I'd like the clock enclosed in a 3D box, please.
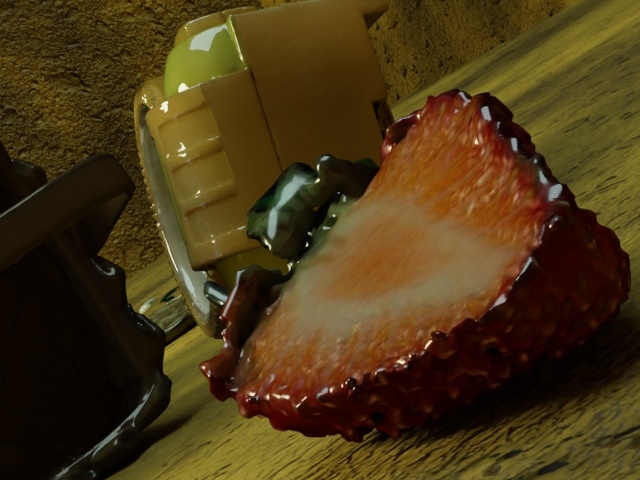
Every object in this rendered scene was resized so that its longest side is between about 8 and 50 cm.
[{"bbox_3d":[-0.048,-0.046,1.293,0.200,0.244,0.317,-13,-6,-17],"label":"clock"}]

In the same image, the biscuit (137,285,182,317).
[{"bbox_3d":[-0.140,0.048,2.009,0.240,0.035,0.158,-33,8,6],"label":"biscuit"}]

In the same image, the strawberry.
[{"bbox_3d":[0.051,0.026,0.748,0.188,0.106,0.286,-56,24,-9],"label":"strawberry"}]

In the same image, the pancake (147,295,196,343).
[{"bbox_3d":[-0.202,0.109,1.833,0.235,0.029,0.212,-30,7,34],"label":"pancake"}]

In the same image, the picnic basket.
[{"bbox_3d":[-0.260,0.067,1.145,0.254,0.291,0.321,-35,-7,-26],"label":"picnic basket"}]
